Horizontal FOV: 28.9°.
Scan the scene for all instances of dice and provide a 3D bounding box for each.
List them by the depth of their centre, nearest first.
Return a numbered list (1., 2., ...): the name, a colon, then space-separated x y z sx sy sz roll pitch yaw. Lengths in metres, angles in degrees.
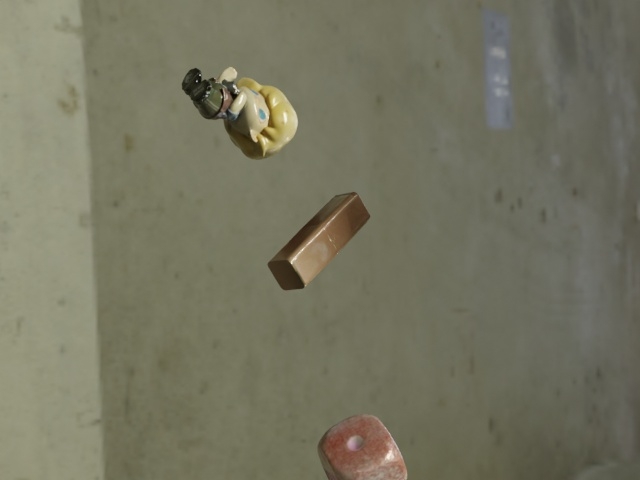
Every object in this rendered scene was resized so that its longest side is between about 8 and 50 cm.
1. dice: 0.054 0.294 1.648 0.093 0.094 0.091 55 -12 42

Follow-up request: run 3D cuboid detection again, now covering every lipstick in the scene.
1. lipstick: 0.000 0.000 1.494 0.145 0.045 0.045 -46 116 -36

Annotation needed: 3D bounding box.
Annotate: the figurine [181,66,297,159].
1. figurine: -0.119 -0.197 1.819 0.108 0.114 0.196 -52 138 4
